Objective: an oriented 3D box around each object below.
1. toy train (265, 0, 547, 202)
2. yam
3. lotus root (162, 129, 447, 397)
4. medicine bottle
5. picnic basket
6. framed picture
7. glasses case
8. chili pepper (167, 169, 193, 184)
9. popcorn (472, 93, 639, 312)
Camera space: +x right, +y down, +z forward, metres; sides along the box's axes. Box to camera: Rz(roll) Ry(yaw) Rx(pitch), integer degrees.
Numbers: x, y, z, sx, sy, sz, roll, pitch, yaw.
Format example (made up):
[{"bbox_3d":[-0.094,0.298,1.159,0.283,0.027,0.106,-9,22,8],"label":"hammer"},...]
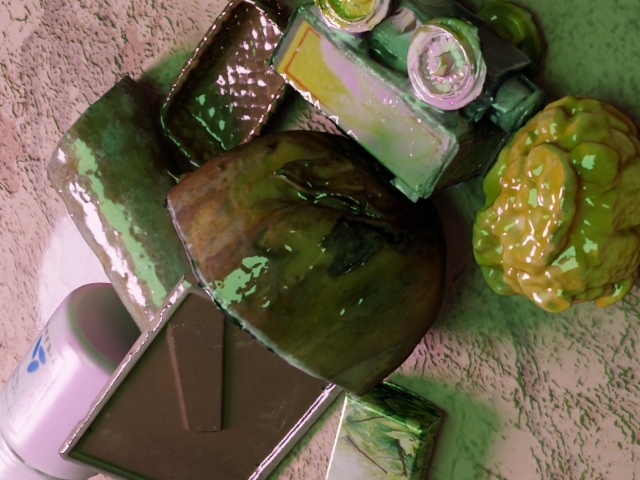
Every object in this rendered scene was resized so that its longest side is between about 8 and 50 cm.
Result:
[{"bbox_3d":[0.076,-0.166,1.477,0.261,0.134,0.177,43,123,18],"label":"toy train"},{"bbox_3d":[-0.179,0.000,1.709,0.133,0.133,0.330,-27,90,36],"label":"yam"},{"bbox_3d":[0.000,0.000,1.522,0.192,0.272,0.272,-43,77,22],"label":"lotus root"},{"bbox_3d":[-0.271,0.177,1.797,0.152,0.152,0.254,49,124,14],"label":"medicine bottle"},{"bbox_3d":[-0.081,-0.156,1.637,0.110,0.055,0.193,48,123,12],"label":"picnic basket"},{"bbox_3d":[-0.115,0.171,1.688,0.213,0.016,0.289,24,125,-20],"label":"framed picture"},{"bbox_3d":[0.048,0.280,1.660,0.095,0.062,0.272,23,115,21],"label":"glasses case"},{"bbox_3d":[-0.092,-0.013,1.673,0.178,0.027,0.045,50,169,-13],"label":"chili pepper"},{"bbox_3d":[0.213,-0.020,1.422,0.163,0.140,0.194,53,127,18],"label":"popcorn"}]
